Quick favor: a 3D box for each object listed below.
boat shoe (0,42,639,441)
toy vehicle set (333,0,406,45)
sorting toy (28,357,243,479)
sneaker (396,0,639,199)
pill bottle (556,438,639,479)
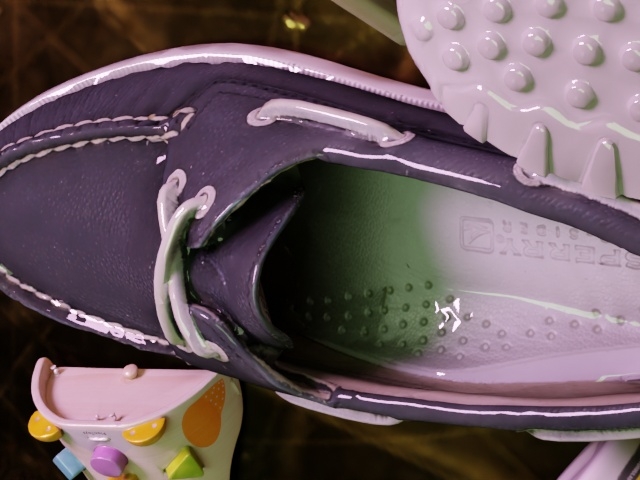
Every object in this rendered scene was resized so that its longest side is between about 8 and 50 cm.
[{"bbox_3d":[0.000,0.000,0.572,0.302,0.091,0.114,0,110,25],"label":"boat shoe"},{"bbox_3d":[0.077,-0.150,0.444,0.267,0.166,0.035,-25,58,31],"label":"toy vehicle set"},{"bbox_3d":[-0.067,0.085,0.674,0.083,0.045,0.075,-1,128,25],"label":"sorting toy"},{"bbox_3d":[0.137,-0.070,0.481,0.235,0.095,0.090,3,128,23],"label":"sneaker"},{"bbox_3d":[0.122,0.119,0.578,0.116,0.065,0.065,41,121,6],"label":"pill bottle"}]
